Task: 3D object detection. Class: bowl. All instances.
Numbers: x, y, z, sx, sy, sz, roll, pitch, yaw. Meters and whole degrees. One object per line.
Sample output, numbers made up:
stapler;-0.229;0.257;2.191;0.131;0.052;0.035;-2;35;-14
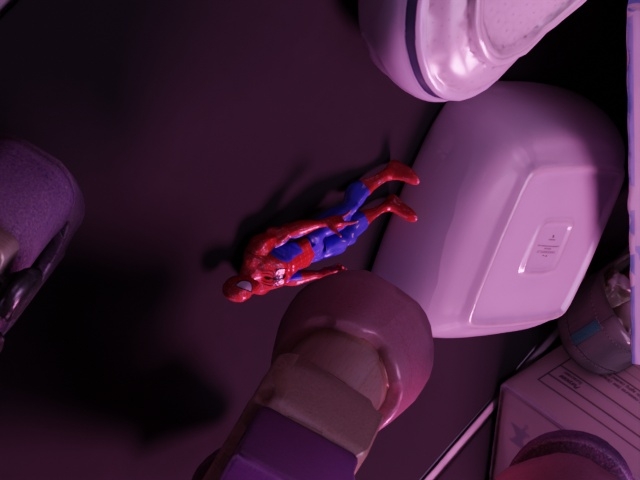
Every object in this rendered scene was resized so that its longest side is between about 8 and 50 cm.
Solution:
bowl;0.099;-0.008;0.917;0.142;0.053;0.142;0;118;-48

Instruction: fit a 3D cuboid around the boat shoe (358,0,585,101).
boat shoe;0.166;-0.199;0.743;0.367;0.156;0.136;-56;145;1

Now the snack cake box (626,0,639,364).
snack cake box;0.211;-0.067;0.912;0.264;0.089;0.152;78;25;-47

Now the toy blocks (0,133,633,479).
toy blocks;-0.056;0.123;0.746;0.288;0.309;0.260;-57;180;23

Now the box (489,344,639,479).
box;0.236;0.121;1.102;0.232;0.148;0.127;-28;138;-32

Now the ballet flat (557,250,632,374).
ballet flat;0.234;0.015;1.070;0.213;0.072;0.068;-29;169;-30

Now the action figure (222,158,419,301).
action figure;0.000;0.000;0.829;0.115;0.030;0.038;-28;143;-30
